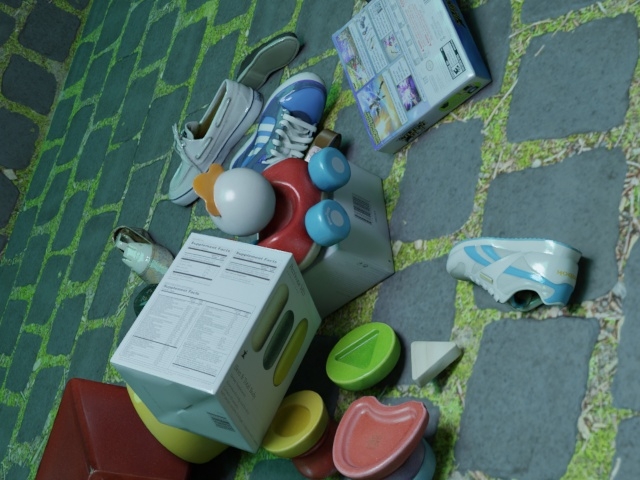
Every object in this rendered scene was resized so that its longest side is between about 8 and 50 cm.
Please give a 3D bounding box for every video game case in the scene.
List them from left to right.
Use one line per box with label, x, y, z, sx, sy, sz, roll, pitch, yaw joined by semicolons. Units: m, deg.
video game case;0.158;-0.336;1.566;0.244;0.061;0.269;-35;64;36

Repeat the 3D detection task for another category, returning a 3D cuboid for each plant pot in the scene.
plant pot;-0.380;0.454;1.624;0.267;0.267;0.236;-68;23;14
plant pot;-0.194;0.249;1.606;0.239;0.254;0.254;-37;41;13

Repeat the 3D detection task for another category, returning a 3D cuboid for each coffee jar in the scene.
coffee jar;-0.317;0.140;1.899;0.184;0.079;0.096;-4;31;31

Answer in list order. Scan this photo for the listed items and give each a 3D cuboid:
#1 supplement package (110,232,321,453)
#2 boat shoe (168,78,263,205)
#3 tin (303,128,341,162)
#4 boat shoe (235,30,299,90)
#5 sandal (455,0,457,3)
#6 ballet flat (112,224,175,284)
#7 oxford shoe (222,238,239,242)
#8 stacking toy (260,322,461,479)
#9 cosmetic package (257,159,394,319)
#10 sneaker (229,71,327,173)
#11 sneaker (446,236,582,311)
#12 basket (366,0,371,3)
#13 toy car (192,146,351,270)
supplement package;-0.157;0.161;1.380;0.198;0.199;0.263;11;55;26
boat shoe;-0.307;-0.251;2.132;0.367;0.156;0.136;-48;37;23
tin;-0.015;-0.135;1.717;0.040;0.106;0.190;28;92;15
boat shoe;-0.133;-0.449;2.087;0.228;0.081;0.069;-32;50;43
sandal;0.193;-0.377;1.617;0.090;0.060;0.219;30;94;56
ballet flat;-0.473;0.036;2.223;0.316;0.106;0.107;28;93;56
oxford shoe;-0.189;0.137;1.814;0.098;0.097;0.271;109;161;-63
stacking toy;0.089;0.282;1.350;0.309;0.130;0.279;6;48;52
cosmetic package;0.000;0.000;1.575;0.224;0.138;0.224;-38;42;36
sneaker;-0.072;-0.167;1.781;0.323;0.130;0.236;-49;36;25
sneaker;0.263;0.050;1.230;0.228;0.087;0.092;-3;69;55
basket;0.189;-0.553;1.642;0.227;0.204;0.154;-30;75;30
toy car;-0.106;-0.072;1.426;0.219;0.238;0.210;-27;49;40
